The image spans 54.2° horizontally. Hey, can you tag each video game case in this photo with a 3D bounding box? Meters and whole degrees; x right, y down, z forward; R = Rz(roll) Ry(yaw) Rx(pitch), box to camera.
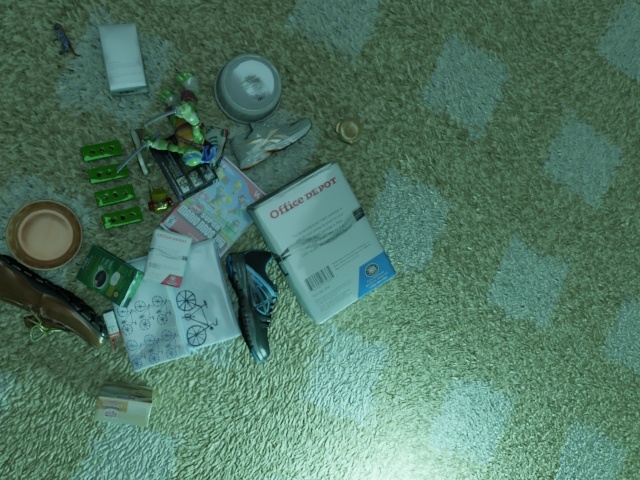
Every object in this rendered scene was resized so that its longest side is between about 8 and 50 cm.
[{"bbox_3d":[-0.313,-0.085,1.884,0.204,0.025,0.285,43,81,-11],"label":"video game case"}]

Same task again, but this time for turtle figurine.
[{"bbox_3d":[-0.419,-0.338,1.721,0.274,0.198,0.266,0,57,-14],"label":"turtle figurine"}]

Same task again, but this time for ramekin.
[{"bbox_3d":[-0.210,-0.458,1.863,0.207,0.109,0.207,0,90,-14],"label":"ramekin"}]

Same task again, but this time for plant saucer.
[{"bbox_3d":[-0.772,-0.015,1.757,0.200,0.037,0.200,2,85,-17],"label":"plant saucer"}]

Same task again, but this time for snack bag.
[{"bbox_3d":[-0.426,0.187,1.835,0.342,0.037,0.323,-15,93,-7],"label":"snack bag"}]

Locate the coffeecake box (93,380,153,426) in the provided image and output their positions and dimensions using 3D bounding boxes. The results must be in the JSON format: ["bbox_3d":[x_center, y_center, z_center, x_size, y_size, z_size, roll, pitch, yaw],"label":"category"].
[{"bbox_3d":[-0.546,0.454,1.748,0.142,0.185,0.068,12,88,-14],"label":"coffeecake box"}]

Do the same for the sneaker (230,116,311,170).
[{"bbox_3d":[-0.151,-0.321,1.884,0.262,0.099,0.121,-32,99,-13],"label":"sneaker"}]

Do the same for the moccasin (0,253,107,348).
[{"bbox_3d":[-0.764,0.191,1.716,0.380,0.139,0.147,33,85,-12],"label":"moccasin"}]

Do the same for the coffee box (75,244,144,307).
[{"bbox_3d":[-0.592,0.099,1.757,0.184,0.040,0.113,25,88,23],"label":"coffee box"}]

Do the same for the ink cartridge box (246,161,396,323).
[{"bbox_3d":[0.000,0.000,1.879,0.285,0.166,0.395,-31,102,-12],"label":"ink cartridge box"}]

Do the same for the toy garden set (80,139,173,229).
[{"bbox_3d":[-0.556,-0.169,1.809,0.203,0.049,0.244,-16,87,-23],"label":"toy garden set"}]

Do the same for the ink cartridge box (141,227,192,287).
[{"bbox_3d":[-0.436,0.050,1.783,0.109,0.063,0.150,14,87,-9],"label":"ink cartridge box"}]

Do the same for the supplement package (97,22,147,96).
[{"bbox_3d":[-0.560,-0.511,1.777,0.105,0.105,0.179,-10,93,-13],"label":"supplement package"}]

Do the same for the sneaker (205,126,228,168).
[{"bbox_3d":[-0.321,-0.275,1.837,0.075,0.057,0.161,14,50,-9],"label":"sneaker"}]

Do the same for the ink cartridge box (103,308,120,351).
[{"bbox_3d":[-0.594,0.257,1.798,0.029,0.063,0.115,-18,95,-15],"label":"ink cartridge box"}]

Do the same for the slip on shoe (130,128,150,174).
[{"bbox_3d":[-0.508,-0.255,1.790,0.041,0.051,0.135,-15,78,-17],"label":"slip on shoe"}]

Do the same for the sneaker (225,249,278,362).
[{"bbox_3d":[-0.181,0.194,1.870,0.139,0.125,0.341,-12,95,-18],"label":"sneaker"}]

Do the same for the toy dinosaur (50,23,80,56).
[{"bbox_3d":[-0.732,-0.571,1.779,0.090,0.047,0.082,9,78,-47],"label":"toy dinosaur"}]

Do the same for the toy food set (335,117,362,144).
[{"bbox_3d":[0.094,-0.348,1.985,0.083,0.020,0.083,-33,98,-12],"label":"toy food set"}]

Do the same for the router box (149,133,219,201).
[{"bbox_3d":[-0.399,-0.224,1.836,0.133,0.046,0.179,-29,86,-12],"label":"router box"}]
